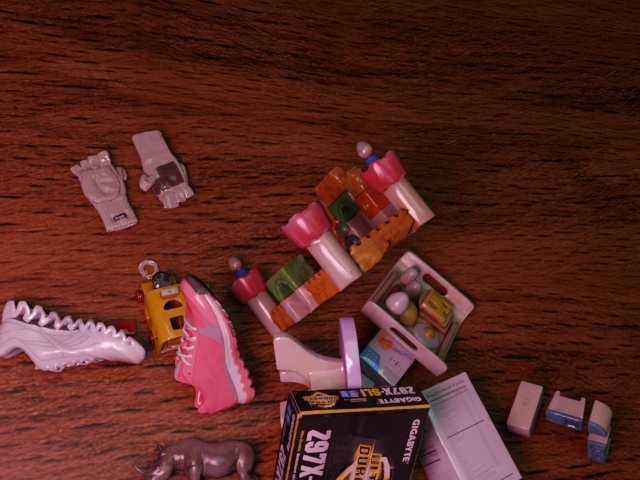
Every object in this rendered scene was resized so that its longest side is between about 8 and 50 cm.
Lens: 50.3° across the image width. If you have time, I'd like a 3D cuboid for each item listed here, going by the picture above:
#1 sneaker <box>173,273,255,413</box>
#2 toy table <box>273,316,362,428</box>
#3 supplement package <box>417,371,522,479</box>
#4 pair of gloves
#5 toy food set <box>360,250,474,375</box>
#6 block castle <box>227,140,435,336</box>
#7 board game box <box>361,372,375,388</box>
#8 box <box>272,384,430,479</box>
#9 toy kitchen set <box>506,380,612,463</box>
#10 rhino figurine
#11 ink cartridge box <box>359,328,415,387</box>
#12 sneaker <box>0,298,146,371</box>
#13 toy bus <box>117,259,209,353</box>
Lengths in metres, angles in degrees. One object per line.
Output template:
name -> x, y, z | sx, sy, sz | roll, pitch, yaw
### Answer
sneaker -> -0.230, 0.218, 1.334 | 0.136, 0.116, 0.313 | -25, 117, -18
toy table -> -0.003, 0.292, 1.376 | 0.161, 0.252, 0.274 | -6, 97, -3
supplement package -> 0.289, 0.431, 1.462 | 0.139, 0.134, 0.244 | -16, 69, -26
pair of gloves -> -0.430, -0.138, 1.582 | 0.240, 0.042, 0.204 | -29, 78, -28
toy food set -> 0.237, 0.153, 1.572 | 0.220, 0.092, 0.306 | 40, 32, 5
block castle -> 0.000, 0.000, 1.414 | 0.303, 0.453, 0.212 | -36, 86, -30
board game box -> 0.062, 0.326, 1.509 | 0.090, 0.020, 0.090 | 38, 58, 4
box -> 0.046, 0.427, 1.284 | 0.257, 0.321, 0.079 | 3, 24, -18
toy kitchen set -> 0.560, 0.449, 1.593 | 0.207, 0.166, 0.122 | 11, 50, 30
rhino figurine -> -0.236, 0.435, 1.314 | 0.244, 0.073, 0.106 | 6, 65, -15
ink cartridge box -> 0.167, 0.247, 1.565 | 0.104, 0.061, 0.181 | 41, 57, 5
sneaker -> -0.489, 0.208, 1.337 | 0.292, 0.110, 0.118 | 14, 67, 0
toy bus -> -0.321, 0.133, 1.431 | 0.202, 0.104, 0.190 | 27, 57, -4
